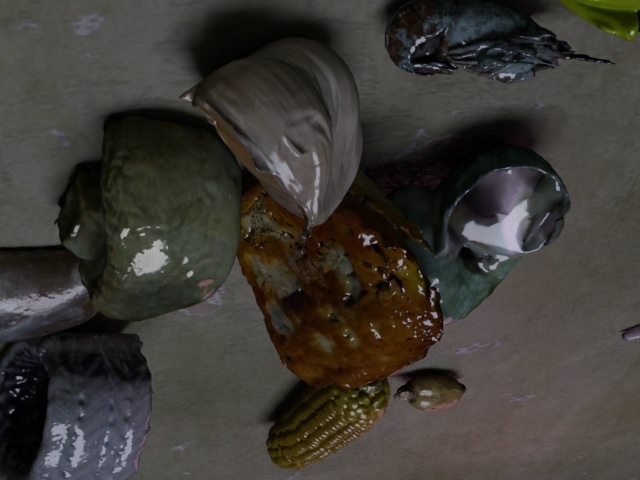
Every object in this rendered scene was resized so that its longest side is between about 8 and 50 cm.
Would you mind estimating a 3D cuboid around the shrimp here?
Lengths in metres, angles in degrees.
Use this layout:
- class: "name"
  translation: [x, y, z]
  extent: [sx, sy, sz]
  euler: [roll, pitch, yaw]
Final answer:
- class: "shrimp"
  translation: [0.174, -0.184, 1.238]
  extent: [0.233, 0.090, 0.079]
  euler: [7, 118, -11]

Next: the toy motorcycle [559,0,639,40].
- class: "toy motorcycle"
  translation: [0.319, -0.267, 1.069]
  extent: [0.342, 0.142, 0.206]
  euler: [-14, 156, 10]

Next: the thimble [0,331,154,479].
- class: "thimble"
  translation: [-0.334, 0.227, 1.752]
  extent: [0.157, 0.217, 0.245]
  euler: [1, 136, -33]

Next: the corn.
- class: "corn"
  translation: [0.009, 0.289, 2.122]
  extent: [0.120, 0.120, 0.363]
  euler: [1, 154, -23]

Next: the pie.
- class: "pie"
  translation: [0.015, 0.031, 1.453]
  extent: [0.085, 0.308, 0.308]
  euler: [-35, 172, -38]

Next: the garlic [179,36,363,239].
- class: "garlic"
  translation: [-0.023, -0.110, 1.243]
  extent: [0.143, 0.178, 0.229]
  euler: [-42, 176, -6]

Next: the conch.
- class: "conch"
  translation: [0.152, -0.005, 1.511]
  extent: [0.277, 0.195, 0.220]
  euler: [0, 150, 15]

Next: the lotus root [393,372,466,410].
- class: "lotus root"
  translation: [0.184, 0.254, 2.181]
  extent: [0.152, 0.063, 0.072]
  euler: [2, 162, -33]

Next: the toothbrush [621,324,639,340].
- class: "toothbrush"
  translation: [0.597, 0.106, 2.087]
  extent: [0.027, 0.021, 0.269]
  euler: [22, 140, -40]

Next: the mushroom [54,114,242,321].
- class: "mushroom"
  translation: [-0.171, -0.001, 1.393]
  extent: [0.190, 0.164, 0.267]
  euler: [4, 151, -27]

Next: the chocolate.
- class: "chocolate"
  translation: [-0.378, 0.078, 1.567]
  extent: [0.254, 0.080, 0.157]
  euler: [-4, 154, -15]
